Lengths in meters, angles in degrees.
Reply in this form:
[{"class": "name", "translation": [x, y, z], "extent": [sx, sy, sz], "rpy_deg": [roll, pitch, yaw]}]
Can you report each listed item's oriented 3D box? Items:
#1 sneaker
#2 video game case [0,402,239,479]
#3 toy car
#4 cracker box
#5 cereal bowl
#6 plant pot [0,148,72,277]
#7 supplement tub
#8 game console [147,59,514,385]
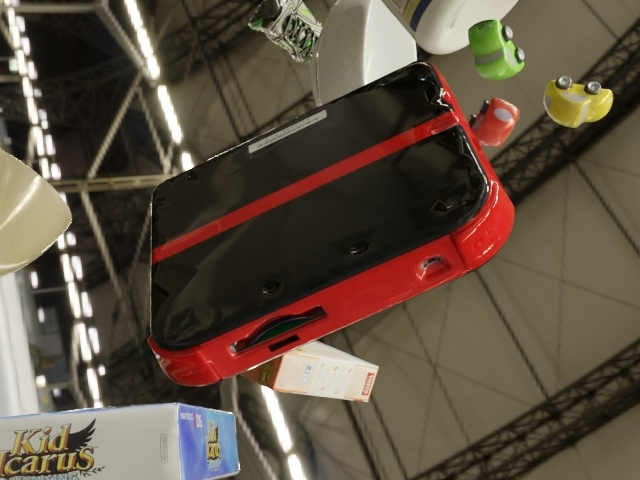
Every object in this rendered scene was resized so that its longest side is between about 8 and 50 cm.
[{"class": "sneaker", "translation": [-0.055, -0.495, 2.080], "extent": [0.146, 0.343, 0.134], "rpy_deg": [42, -79, 10]}, {"class": "video game case", "translation": [-0.203, 0.168, 0.702], "extent": [0.269, 0.245, 0.061], "rpy_deg": [79, 5, -77]}, {"class": "toy car", "translation": [0.280, -0.225, 1.318], "extent": [0.239, 0.225, 0.053], "rpy_deg": [-11, -133, 37]}, {"class": "cracker box", "translation": [-0.040, 0.196, 1.439], "extent": [0.156, 0.232, 0.067], "rpy_deg": [17, -90, 43]}, {"class": "cereal bowl", "translation": [0.076, -0.323, 1.741], "extent": [0.141, 0.339, 0.338], "rpy_deg": [4, -78, 23]}, {"class": "plant pot", "translation": [-0.625, -0.033, 1.623], "extent": [0.190, 0.284, 0.284], "rpy_deg": [-63, -170, -27]}, {"class": "supplement tub", "translation": [0.162, -0.480, 1.433], "extent": [0.316, 0.228, 0.228], "rpy_deg": [53, -33, 14]}, {"class": "game console", "translation": [-0.011, -0.031, 0.972], "extent": [0.342, 0.387, 0.060], "rpy_deg": [-103, 166, -54]}]
